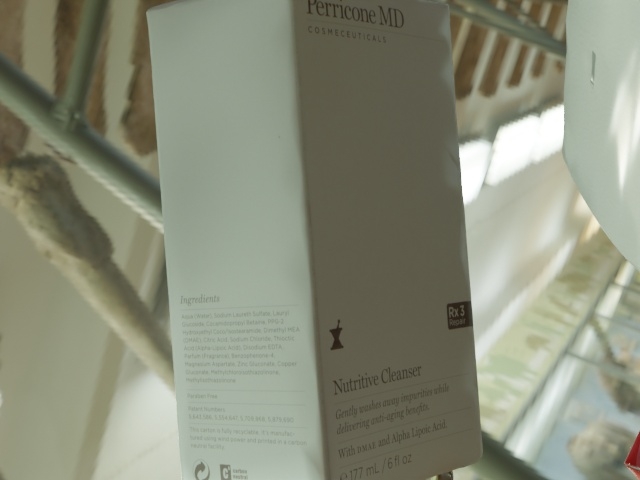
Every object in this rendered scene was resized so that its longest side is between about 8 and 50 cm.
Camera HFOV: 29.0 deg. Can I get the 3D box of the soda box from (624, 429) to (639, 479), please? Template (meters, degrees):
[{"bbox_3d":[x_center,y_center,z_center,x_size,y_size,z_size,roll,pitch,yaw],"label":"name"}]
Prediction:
[{"bbox_3d":[0.438,0.164,1.370,0.092,0.083,0.263,47,-115,-39],"label":"soda box"}]

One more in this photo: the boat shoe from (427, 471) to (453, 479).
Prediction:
[{"bbox_3d":[0.136,0.293,1.545,0.050,0.045,0.135,-37,-41,-43],"label":"boat shoe"}]

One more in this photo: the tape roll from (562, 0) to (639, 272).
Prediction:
[{"bbox_3d":[0.220,-0.096,0.473,0.246,0.246,0.169,-60,-23,-28],"label":"tape roll"}]

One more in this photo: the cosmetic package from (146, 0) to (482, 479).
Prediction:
[{"bbox_3d":[0.000,0.000,0.976,0.217,0.156,0.384,-6,-87,-52],"label":"cosmetic package"}]
